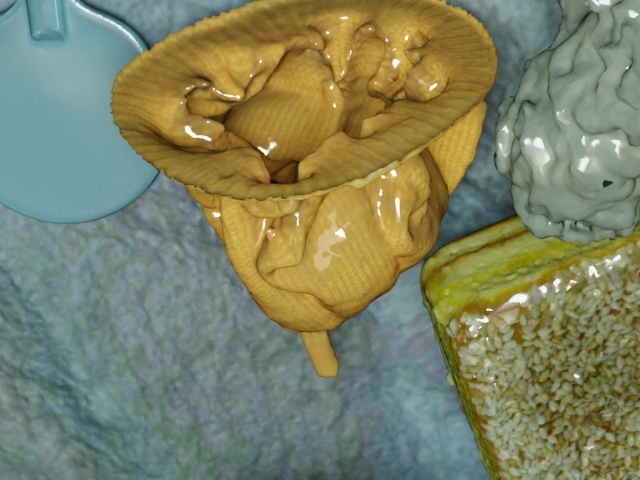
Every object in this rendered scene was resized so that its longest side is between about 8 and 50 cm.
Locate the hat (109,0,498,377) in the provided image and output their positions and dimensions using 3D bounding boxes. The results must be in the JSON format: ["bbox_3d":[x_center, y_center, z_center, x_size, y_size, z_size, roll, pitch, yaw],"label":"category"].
[{"bbox_3d":[0.000,0.000,1.127,0.233,0.244,0.233,-9,125,-6],"label":"hat"}]

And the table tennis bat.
[{"bbox_3d":[-0.174,-0.123,1.186,0.149,0.038,0.237,-2,113,8],"label":"table tennis bat"}]

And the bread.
[{"bbox_3d":[0.194,0.053,1.149,0.234,0.110,0.184,-21,119,-2],"label":"bread"}]

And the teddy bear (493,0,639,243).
[{"bbox_3d":[0.298,-0.166,1.040,0.367,0.224,0.357,3,85,-21],"label":"teddy bear"}]
